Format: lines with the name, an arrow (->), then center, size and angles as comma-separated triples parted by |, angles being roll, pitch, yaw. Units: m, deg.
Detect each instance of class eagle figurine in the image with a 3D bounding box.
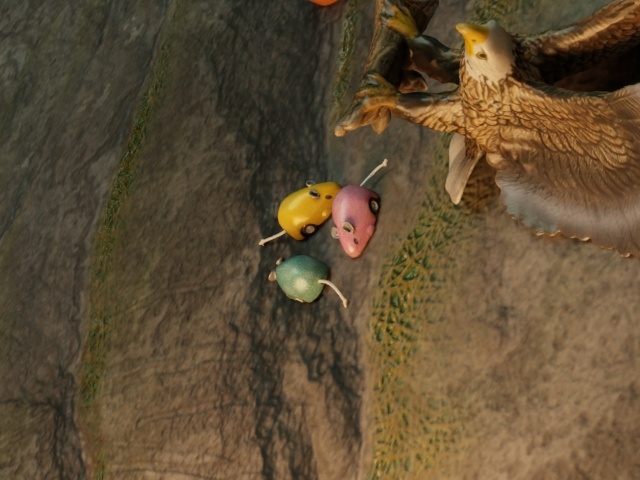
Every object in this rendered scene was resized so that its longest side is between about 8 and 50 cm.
eagle figurine -> 0.165, -0.116, 1.379 | 0.298, 0.225, 0.226 | 5, 110, 23

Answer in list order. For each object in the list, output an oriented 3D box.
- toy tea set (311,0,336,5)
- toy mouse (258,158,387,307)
toy tea set -> -0.018, -0.377, 1.838 | 0.200, 0.124, 0.336 | -43, 36, 22
toy mouse -> 0.000, 0.000, 1.599 | 0.161, 0.031, 0.143 | -40, 38, 26
